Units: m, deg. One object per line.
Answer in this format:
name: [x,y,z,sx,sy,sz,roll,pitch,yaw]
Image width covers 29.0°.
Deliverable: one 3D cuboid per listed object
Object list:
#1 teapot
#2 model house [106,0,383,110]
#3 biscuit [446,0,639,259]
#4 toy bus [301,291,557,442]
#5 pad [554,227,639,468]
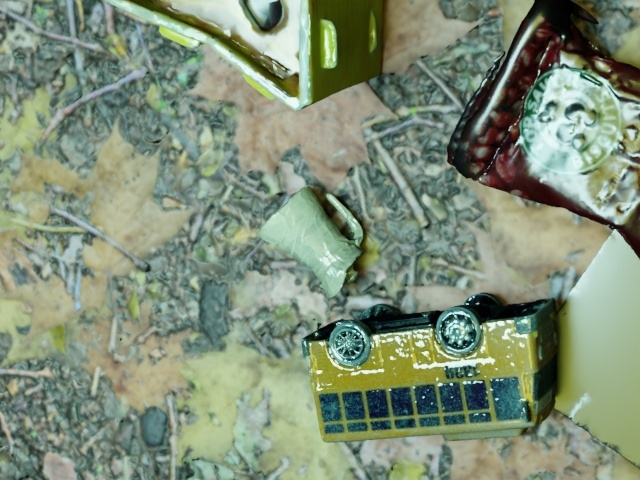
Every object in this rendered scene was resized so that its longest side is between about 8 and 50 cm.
teapot: [0.000,0.000,0.977,0.067,0.057,0.083,-42,86,-13]
model house: [-0.021,-0.263,0.844,0.340,0.300,0.324,-25,96,24]
biscuit: [0.218,-0.068,0.891,0.235,0.063,0.151,31,102,16]
toy bus: [0.088,0.098,0.930,0.182,0.091,0.103,-8,93,22]
pad: [0.285,0.109,0.914,0.243,0.004,0.164,35,104,12]
